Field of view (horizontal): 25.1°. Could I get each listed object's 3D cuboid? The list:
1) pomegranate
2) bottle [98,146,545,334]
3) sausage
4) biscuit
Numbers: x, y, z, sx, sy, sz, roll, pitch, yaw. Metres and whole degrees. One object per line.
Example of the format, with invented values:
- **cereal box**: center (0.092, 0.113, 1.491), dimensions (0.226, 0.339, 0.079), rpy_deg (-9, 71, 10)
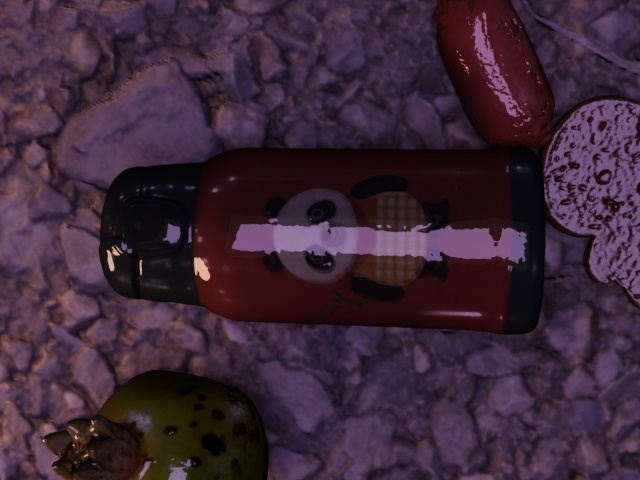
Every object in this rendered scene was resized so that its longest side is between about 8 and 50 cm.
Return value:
- **pomegranate**: center (-0.126, 0.172, 1.111), dimensions (0.159, 0.205, 0.159), rpy_deg (-10, 70, 29)
- **bottle**: center (0.000, 0.000, 1.108), dimensions (0.336, 0.144, 0.144), rpy_deg (0, 97, 5)
- **sausage**: center (0.135, -0.132, 1.116), dimensions (0.076, 0.076, 0.141), rpy_deg (-24, 98, 6)
- **biscuit**: center (0.242, -0.030, 1.146), dimensions (0.124, 0.026, 0.175), rpy_deg (-25, 94, 5)
